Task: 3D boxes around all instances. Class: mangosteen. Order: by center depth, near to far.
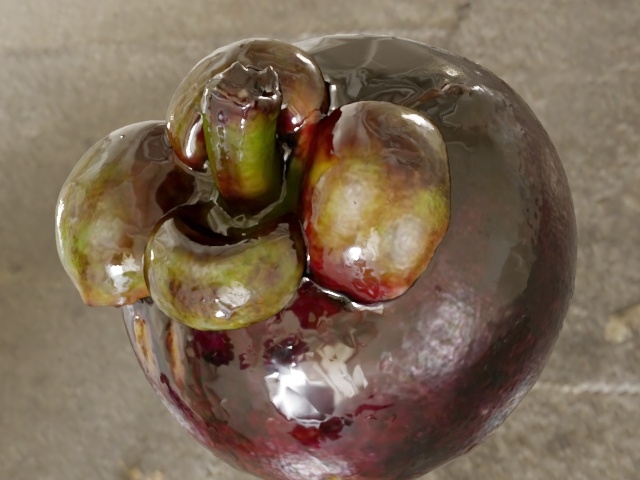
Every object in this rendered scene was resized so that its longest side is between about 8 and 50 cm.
[{"bbox_3d":[0.000,0.000,1.055,0.307,0.347,0.307,-12,65,27],"label":"mangosteen"}]
